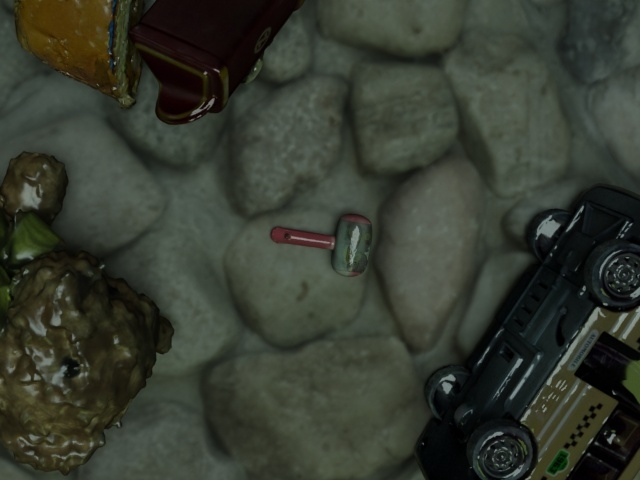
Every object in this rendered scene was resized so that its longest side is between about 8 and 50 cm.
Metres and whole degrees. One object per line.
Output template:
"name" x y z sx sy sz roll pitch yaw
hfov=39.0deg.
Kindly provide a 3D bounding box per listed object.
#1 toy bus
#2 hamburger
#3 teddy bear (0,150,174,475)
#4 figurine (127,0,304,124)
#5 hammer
"toy bus" 0.211 0.108 0.737 0.157 0.139 0.289 30 95 -15
"hamburger" -0.179 -0.186 0.653 0.102 0.087 0.176 3 109 -7
"teddy bear" -0.244 0.014 0.615 0.223 0.246 0.296 1 130 10
"figurine" -0.075 -0.146 0.673 0.082 0.098 0.154 28 73 17
"hammer" 0.000 0.000 0.747 0.083 0.031 0.052 9 95 1
